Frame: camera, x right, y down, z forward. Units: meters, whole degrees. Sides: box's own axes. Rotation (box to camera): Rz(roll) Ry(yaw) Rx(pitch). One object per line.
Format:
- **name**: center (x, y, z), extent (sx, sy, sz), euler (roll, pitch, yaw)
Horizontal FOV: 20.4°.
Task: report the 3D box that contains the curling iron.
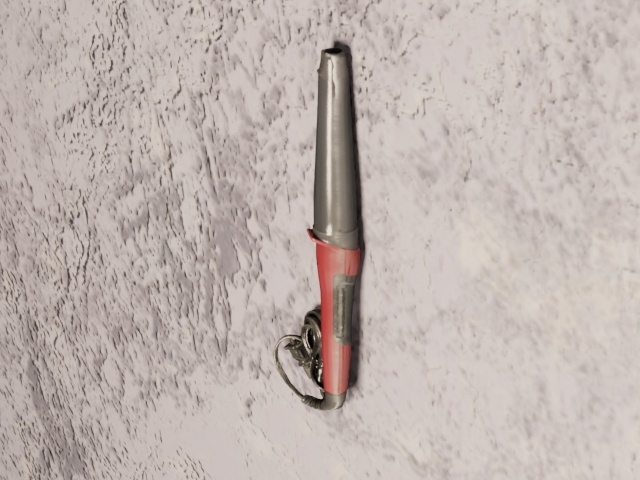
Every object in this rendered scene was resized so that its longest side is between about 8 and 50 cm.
- **curling iron**: center (0.000, 0.000, 1.182), extent (0.068, 0.035, 0.274), euler (31, 133, 38)
